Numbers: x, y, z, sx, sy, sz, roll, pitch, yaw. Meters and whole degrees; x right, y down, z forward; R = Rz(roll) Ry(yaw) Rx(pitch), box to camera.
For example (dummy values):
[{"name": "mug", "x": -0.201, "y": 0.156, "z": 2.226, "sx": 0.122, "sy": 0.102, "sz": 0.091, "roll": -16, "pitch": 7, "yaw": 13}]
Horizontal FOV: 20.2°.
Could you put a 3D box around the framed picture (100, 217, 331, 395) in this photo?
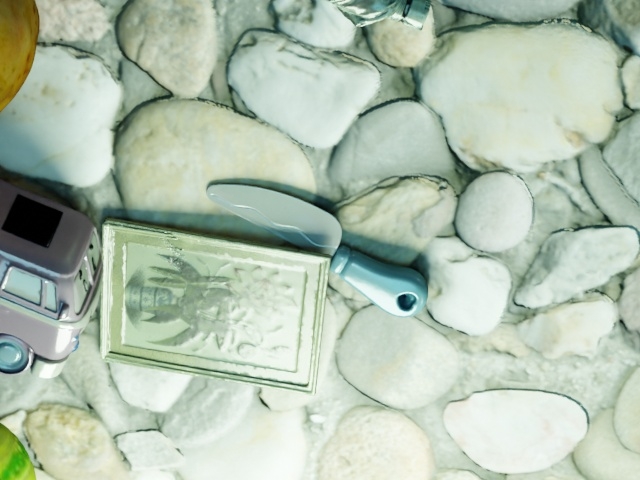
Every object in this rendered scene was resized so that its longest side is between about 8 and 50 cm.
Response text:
[{"name": "framed picture", "x": -0.109, "y": 0.068, "z": 1.805, "sx": 0.231, "sy": 0.010, "sz": 0.173, "roll": 8, "pitch": 121, "yaw": 6}]

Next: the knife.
[{"name": "knife", "x": 0.002, "y": -0.001, "z": 1.766, "sx": 0.244, "sy": 0.032, "sz": 0.058, "roll": 32, "pitch": 121, "yaw": -9}]

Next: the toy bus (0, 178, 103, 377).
[{"name": "toy bus", "x": -0.312, "y": 0.029, "z": 1.736, "sx": 0.202, "sy": 0.142, "sz": 0.142, "roll": 23, "pitch": 119, "yaw": -8}]

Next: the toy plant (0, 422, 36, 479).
[{"name": "toy plant", "x": -0.439, "y": 0.177, "z": 1.825, "sx": 0.224, "sy": 0.184, "sz": 0.316, "roll": -26, "pitch": 105, "yaw": 37}]

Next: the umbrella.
[{"name": "umbrella", "x": 0.009, "y": -0.234, "z": 1.620, "sx": 0.188, "sy": 0.046, "sz": 0.050, "roll": 19, "pitch": 123, "yaw": -13}]

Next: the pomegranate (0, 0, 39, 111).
[{"name": "pomegranate", "x": -0.368, "y": -0.188, "z": 1.565, "sx": 0.248, "sy": 0.248, "sz": 0.248, "roll": 2, "pitch": 120, "yaw": 3}]
